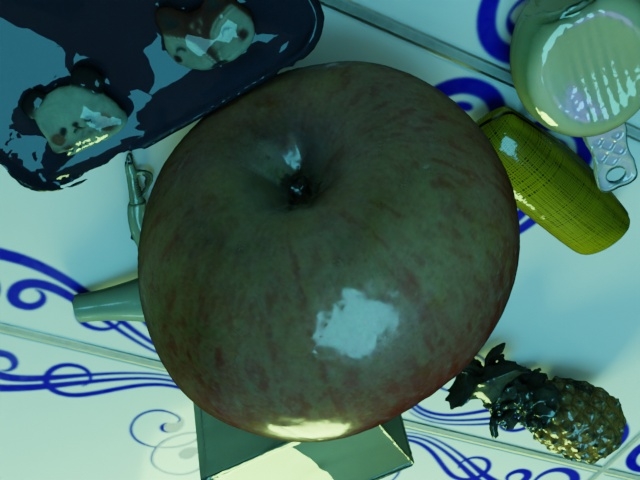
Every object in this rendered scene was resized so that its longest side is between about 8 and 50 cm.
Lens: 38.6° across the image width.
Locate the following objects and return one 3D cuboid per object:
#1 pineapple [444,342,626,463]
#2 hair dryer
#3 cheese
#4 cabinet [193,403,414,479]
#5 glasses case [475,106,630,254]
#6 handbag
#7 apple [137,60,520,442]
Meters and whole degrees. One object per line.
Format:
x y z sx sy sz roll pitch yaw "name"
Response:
0.268 0.204 1.162 0.237 0.111 0.119 21 94 -19 "pineapple"
-0.211 0.019 0.953 0.167 0.067 0.199 -21 120 16 "hair dryer"
0.261 -0.138 0.871 0.137 0.064 0.227 -22 123 9 "cheese"
-0.023 0.210 1.078 0.206 0.150 0.145 -25 134 12 "cabinet"
0.240 -0.057 0.952 0.234 0.064 0.079 32 125 -32 "glasses case"
-0.192 -0.223 0.698 0.303 0.122 0.329 -27 128 14 "handbag"
0.000 0.000 0.795 0.344 0.345 0.269 -19 129 6 "apple"
